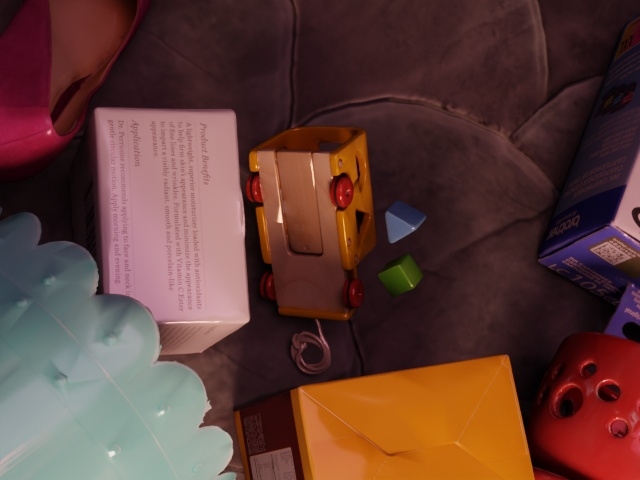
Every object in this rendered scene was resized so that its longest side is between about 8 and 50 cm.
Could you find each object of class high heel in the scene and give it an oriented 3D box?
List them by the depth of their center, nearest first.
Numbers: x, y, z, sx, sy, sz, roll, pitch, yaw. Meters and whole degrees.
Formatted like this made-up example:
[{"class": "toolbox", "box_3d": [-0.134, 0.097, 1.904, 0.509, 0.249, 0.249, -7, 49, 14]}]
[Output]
[{"class": "high heel", "box_3d": [-0.188, -0.176, 0.917, 0.127, 0.181, 0.377, 60, 43, -35]}]

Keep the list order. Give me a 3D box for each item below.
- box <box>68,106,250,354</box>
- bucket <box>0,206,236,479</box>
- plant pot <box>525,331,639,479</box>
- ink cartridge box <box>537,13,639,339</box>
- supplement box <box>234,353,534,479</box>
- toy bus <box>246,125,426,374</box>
[{"class": "box", "box_3d": [-0.143, 0.000, 0.922, 0.119, 0.182, 0.181, 0, 76, -20]}, {"class": "bucket", "box_3d": [-0.217, 0.134, 0.776, 0.183, 0.281, 0.281, -42, 93, -27]}, {"class": "plant pot", "box_3d": [0.279, 0.205, 1.027, 0.191, 0.191, 0.174, 37, 73, -8]}, {"class": "ink cartridge box", "box_3d": [0.413, -0.044, 1.160, 0.270, 0.151, 0.395, 30, 66, -10]}, {"class": "supplement box", "box_3d": [0.049, 0.187, 0.937, 0.191, 0.194, 0.129, -6, 78, -22]}, {"class": "toy bus", "box_3d": [0.004, -0.011, 1.018, 0.191, 0.202, 0.104, 45, 35, 3]}]
